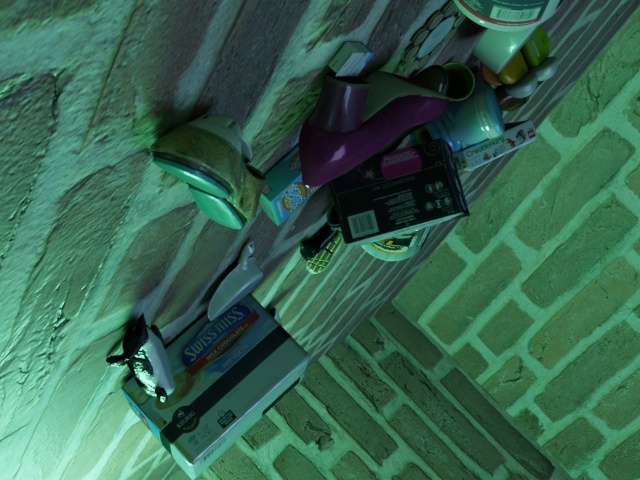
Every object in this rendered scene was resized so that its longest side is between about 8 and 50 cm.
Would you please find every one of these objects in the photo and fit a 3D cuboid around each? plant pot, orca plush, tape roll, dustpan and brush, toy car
[{"bbox_3d":[0.273,-0.325,2.020,0.083,0.083,0.079,-42,180,-12],"label":"plant pot"},{"bbox_3d":[-0.341,0.228,1.750,0.102,0.151,0.287,-12,168,-4],"label":"orca plush"},{"bbox_3d":[0.446,-0.494,1.861,0.392,0.072,0.392,-49,177,-4],"label":"tape roll"},{"bbox_3d":[-0.160,0.067,1.946,0.147,0.060,0.211,-38,173,-38],"label":"dustpan and brush"},{"bbox_3d":[0.428,-0.411,2.133,0.182,0.159,0.136,-40,-158,-26],"label":"toy car"}]

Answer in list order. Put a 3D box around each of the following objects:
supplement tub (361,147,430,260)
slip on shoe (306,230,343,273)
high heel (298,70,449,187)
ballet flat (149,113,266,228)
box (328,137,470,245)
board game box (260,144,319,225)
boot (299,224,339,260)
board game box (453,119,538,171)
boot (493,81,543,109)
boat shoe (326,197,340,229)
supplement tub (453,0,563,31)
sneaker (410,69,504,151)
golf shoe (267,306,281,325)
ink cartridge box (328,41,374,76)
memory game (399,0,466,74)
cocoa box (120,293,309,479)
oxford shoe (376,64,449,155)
[{"bbox_3d":[0.182,-0.084,2.235,0.193,0.193,0.316,-42,167,-15],"label":"supplement tub"},{"bbox_3d":[0.015,0.027,2.422,0.135,0.051,0.041,-57,177,24],"label":"slip on shoe"},{"bbox_3d":[0.091,-0.190,1.638,0.377,0.127,0.181,-7,121,-51],"label":"high heel"},{"bbox_3d":[-0.140,-0.106,1.280,0.123,0.123,0.348,-44,168,-4],"label":"ballet flat"},{"bbox_3d":[0.163,-0.093,1.962,0.247,0.163,0.142,-16,176,16],"label":"box"},{"bbox_3d":[-0.022,-0.130,1.720,0.210,0.047,0.160,-43,168,-7],"label":"board game box"},{"bbox_3d":[0.000,0.000,2.271,0.099,0.045,0.121,-40,175,-12],"label":"boot"},{"bbox_3d":[0.360,-0.221,2.304,0.193,0.053,0.305,-26,-170,-16],"label":"board game box"},{"bbox_3d":[0.423,-0.329,2.470,0.280,0.096,0.264,-35,-175,-10],"label":"boot"},{"bbox_3d":[0.050,-0.065,2.170,0.081,0.079,0.227,-26,165,-9],"label":"boat shoe"},{"bbox_3d":[0.286,-0.436,1.351,0.191,0.191,0.272,-42,169,-12],"label":"supplement tub"},{"bbox_3d":[0.308,-0.288,2.207,0.208,0.127,0.319,-23,-166,16],"label":"sneaker"},{"bbox_3d":[-0.174,0.236,2.498,0.176,0.069,0.086,-40,148,-35],"label":"golf shoe"},{"bbox_3d":[0.044,-0.279,1.473,0.048,0.028,0.083,-50,168,24],"label":"ink cartridge box"},{"bbox_3d":[0.210,-0.377,1.753,0.186,0.012,0.186,-43,169,-11],"label":"memory game"},{"bbox_3d":[-0.228,0.312,2.105,0.347,0.228,0.231,-41,168,-18],"label":"cocoa box"},{"bbox_3d":[0.162,-0.248,1.867,0.227,0.083,0.096,-49,166,20],"label":"oxford shoe"}]
